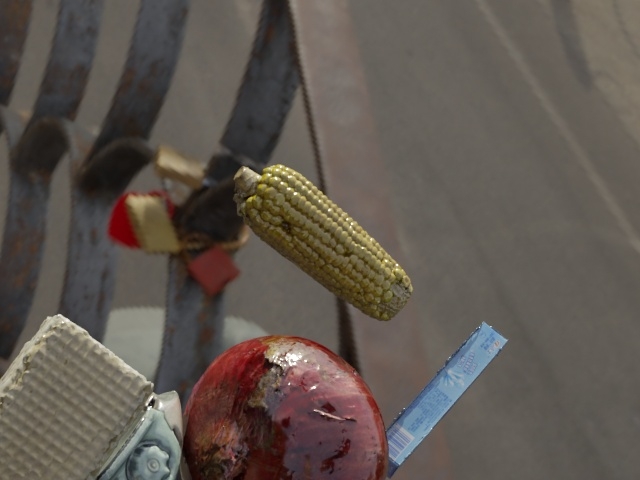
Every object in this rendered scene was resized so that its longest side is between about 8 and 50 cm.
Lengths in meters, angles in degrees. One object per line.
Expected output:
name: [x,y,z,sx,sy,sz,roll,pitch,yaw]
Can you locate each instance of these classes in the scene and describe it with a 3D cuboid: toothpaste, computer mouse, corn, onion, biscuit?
toothpaste: [0.175,0.233,1.977,0.053,0.066,0.272,38,63,13]
computer mouse: [-0.272,0.329,1.543,0.115,0.199,0.389,46,59,-13]
corn: [0.000,0.000,2.009,0.322,0.119,0.119,42,41,-11]
onion: [-0.050,0.252,1.640,0.276,0.276,0.276,19,46,-21]
biscuit: [-0.336,0.275,1.301,0.144,0.078,0.426,39,68,-15]
